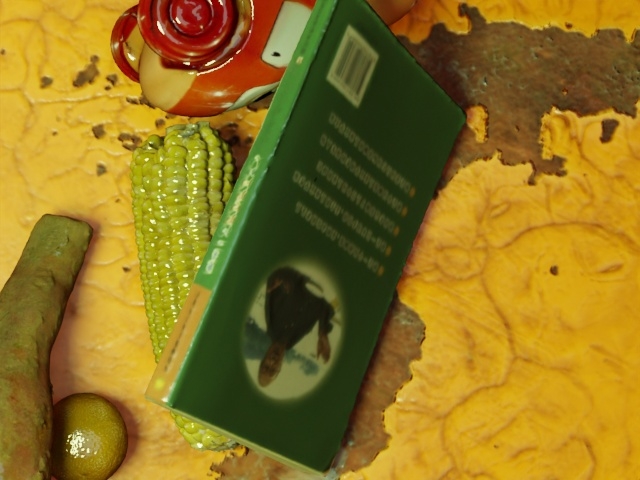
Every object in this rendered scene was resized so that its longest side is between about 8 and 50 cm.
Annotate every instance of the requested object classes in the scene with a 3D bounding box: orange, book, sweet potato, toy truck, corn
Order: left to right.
[{"bbox_3d":[-0.261,0.143,1.169,0.109,0.109,0.385,9,64,-9],"label":"sweet potato"},{"bbox_3d":[-0.206,0.172,1.233,0.085,0.085,0.085,1,84,-10],"label":"orange"},{"bbox_3d":[-0.107,0.043,1.255,0.101,0.101,0.291,-9,89,-11],"label":"corn"},{"bbox_3d":[-0.037,-0.213,1.254,0.239,0.189,0.264,24,81,-16],"label":"toy truck"},{"bbox_3d":[0.000,0.000,1.219,0.043,0.260,0.371,16,77,34],"label":"book"}]
